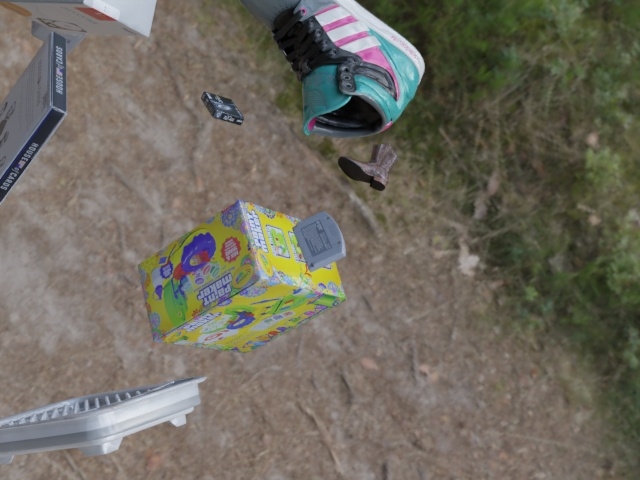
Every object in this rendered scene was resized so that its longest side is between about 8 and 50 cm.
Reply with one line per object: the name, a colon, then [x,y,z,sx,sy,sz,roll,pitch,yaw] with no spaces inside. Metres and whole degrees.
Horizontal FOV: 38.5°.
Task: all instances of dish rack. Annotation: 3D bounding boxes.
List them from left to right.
dish rack: [-0.371,0.291,1.466,0.286,0.333,0.072,-9,87,-60]

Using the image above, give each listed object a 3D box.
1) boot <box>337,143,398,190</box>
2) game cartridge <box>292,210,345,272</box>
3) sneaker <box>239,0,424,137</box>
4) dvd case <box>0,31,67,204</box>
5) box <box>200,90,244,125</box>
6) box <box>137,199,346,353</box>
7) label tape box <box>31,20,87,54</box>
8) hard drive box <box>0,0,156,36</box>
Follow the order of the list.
boot: [0.091,-0.154,1.715,0.106,0.037,0.114,33,46,-10]
game cartridge: [0.000,0.000,1.144,0.017,0.056,0.083,58,6,-44]
sneaker: [-0.007,-0.233,1.211,0.296,0.124,0.178,29,56,-15]
dvd case: [-0.433,-0.161,1.312,0.030,0.239,0.179,25,35,-35]
box: [-0.198,-0.267,1.851,0.067,0.018,0.083,13,29,-34]
box: [-0.158,0.085,1.853,0.279,0.290,0.177,17,49,-53]
label tape box: [-0.550,-0.563,1.968,0.115,0.348,0.249,9,70,-39]
hard drive box: [-0.447,-0.444,1.666,0.181,0.232,0.089,16,84,-60]
